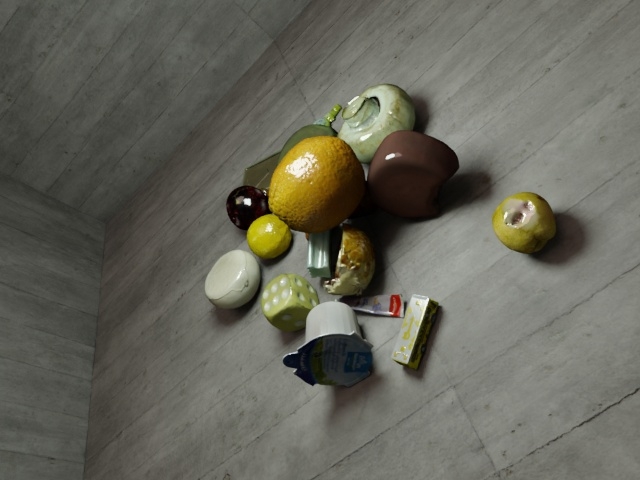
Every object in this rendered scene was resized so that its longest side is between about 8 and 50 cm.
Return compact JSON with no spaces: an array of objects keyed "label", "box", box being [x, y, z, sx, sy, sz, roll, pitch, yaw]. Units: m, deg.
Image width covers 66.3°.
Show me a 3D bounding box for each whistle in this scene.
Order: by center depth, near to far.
[{"label":"whistle","box":[0.033,-0.594,2.445,0.198,0.057,0.104,-51,49,-4]}]

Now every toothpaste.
[{"label":"toothpaste","box":[0.169,0.226,1.744,0.301,0.048,0.075,-4,58,42]}]

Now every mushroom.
[{"label":"mushroom","box":[0.217,-0.481,2.009,0.352,0.260,0.352,-31,40,30]}]

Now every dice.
[{"label":"dice","box":[-0.119,0.245,1.926,0.169,0.169,0.166,-37,42,22]}]

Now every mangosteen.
[{"label":"mangosteen","box":[-0.336,-0.172,2.424,0.265,0.228,0.228,-30,28,-30]}]

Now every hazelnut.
[{"label":"hazelnut","box":[0.136,-0.176,1.949,0.204,0.178,0.178,16,76,33]}]

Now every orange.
[{"label":"orange","box":[-0.017,-0.193,1.731,0.357,0.322,0.322,-39,41,4]}]

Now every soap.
[{"label":"soap","box":[0.000,0.000,1.917,0.087,0.160,0.265,-1,70,5]}]

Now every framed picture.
[{"label":"framed picture","box":[-0.310,-0.352,2.649,0.335,0.022,0.247,-20,52,36]}]

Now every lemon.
[{"label":"lemon","box":[-0.233,-0.017,2.207,0.231,0.192,0.192,-30,45,19]}]

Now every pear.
[{"label":"pear","box":[0.585,-0.047,1.403,0.178,0.178,0.178,-26,48,32]}]

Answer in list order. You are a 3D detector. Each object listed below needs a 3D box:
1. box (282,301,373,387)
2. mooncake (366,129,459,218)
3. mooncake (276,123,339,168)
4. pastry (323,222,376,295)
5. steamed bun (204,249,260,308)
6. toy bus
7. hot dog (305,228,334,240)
[{"label":"box","box":[0.020,0.340,1.661,0.291,0.262,0.206,-2,33,-1]},{"label":"mooncake","box":[0.318,-0.229,1.685,0.333,0.326,0.174,-5,48,31]},{"label":"mooncake","box":[-0.036,-0.357,2.245,0.351,0.187,0.351,-22,54,33]},{"label":"pastry","box":[0.124,0.071,1.776,0.256,0.170,0.237,-73,-2,-52]},{"label":"steamed bun","box":[-0.384,0.188,2.231,0.283,0.177,0.283,-26,41,26]},{"label":"toy bus","box":[0.297,0.286,1.545,0.081,0.074,0.226,9,72,49]},{"label":"hot dog","box":[-0.007,-0.095,2.098,0.160,0.099,0.227,-13,60,39]}]
